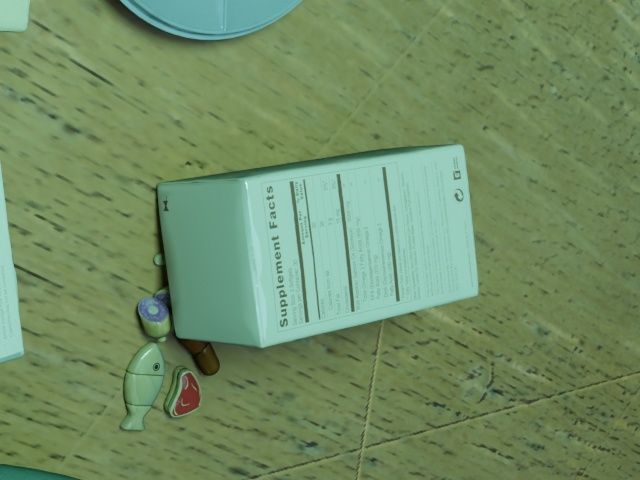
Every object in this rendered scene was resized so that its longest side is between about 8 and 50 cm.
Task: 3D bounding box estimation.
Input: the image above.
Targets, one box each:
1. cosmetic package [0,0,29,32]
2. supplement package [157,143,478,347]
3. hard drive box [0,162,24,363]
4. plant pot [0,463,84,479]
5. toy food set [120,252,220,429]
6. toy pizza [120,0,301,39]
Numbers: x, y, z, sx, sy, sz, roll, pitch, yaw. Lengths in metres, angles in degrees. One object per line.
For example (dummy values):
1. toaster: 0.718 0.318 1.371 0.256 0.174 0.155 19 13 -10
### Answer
1. cosmetic package: -0.287 -0.184 0.622 0.309 0.113 0.160 -4 108 -37
2. supplement package: 0.000 0.000 0.909 0.179 0.105 0.105 -11 97 -35
3. hard drive box: -0.282 0.000 0.708 0.232 0.089 0.181 -17 116 -34
4. plant pot: -0.235 0.233 0.742 0.195 0.290 0.290 28 88 -4
5. toy food set: -0.090 0.069 0.933 0.078 0.019 0.122 -2 107 -38
6. toy pizza: -0.062 -0.222 0.839 0.201 0.032 0.201 -14 115 -33
